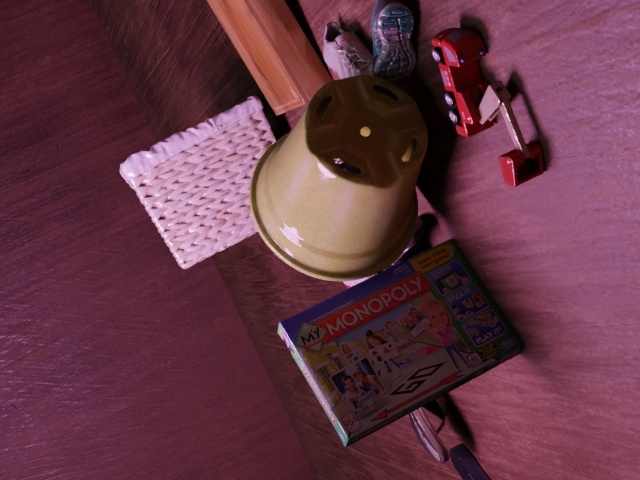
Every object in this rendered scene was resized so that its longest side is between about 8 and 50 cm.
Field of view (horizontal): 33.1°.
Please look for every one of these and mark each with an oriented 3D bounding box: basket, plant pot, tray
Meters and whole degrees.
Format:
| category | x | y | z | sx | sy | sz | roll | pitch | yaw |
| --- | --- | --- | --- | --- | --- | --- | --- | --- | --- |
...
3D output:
| category | x | y | z | sx | sy | sz | roll | pitch | yaw |
| --- | --- | --- | --- | --- | --- | --- | --- | --- | --- |
| basket | -0.236 | -0.119 | 2.364 | 0.266 | 0.331 | 0.328 | 64 | 173 | -4 |
| plant pot | 0.043 | -0.110 | 1.621 | 0.276 | 0.276 | 0.254 | 60 | 161 | 15 |
| tray | -0.137 | -0.429 | 1.960 | 0.410 | 0.076 | 0.203 | 58 | 166 | -9 |

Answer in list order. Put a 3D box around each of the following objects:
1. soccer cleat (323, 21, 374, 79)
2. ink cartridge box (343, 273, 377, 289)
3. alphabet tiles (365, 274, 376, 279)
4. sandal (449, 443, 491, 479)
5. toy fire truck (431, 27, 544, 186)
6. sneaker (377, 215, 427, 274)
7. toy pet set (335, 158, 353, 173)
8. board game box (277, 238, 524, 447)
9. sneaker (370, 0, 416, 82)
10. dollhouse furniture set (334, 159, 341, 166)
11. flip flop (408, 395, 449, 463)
| category | x | y | z | sx | sy | sz | roll | pitch | yaw |
| --- | --- | --- | --- | --- | --- | --- | --- | --- | --- |
| soccer cleat | 0.051 | -0.284 | 1.688 | 0.196 | 0.068 | 0.076 | 48 | 155 | 53 |
| ink cartridge box | 0.081 | 0.048 | 2.128 | 0.109 | 0.063 | 0.150 | 59 | 164 | 18 |
| alphabet tiles | 0.158 | 0.139 | 1.923 | 0.284 | 0.021 | 0.278 | 47 | 180 | 14 |
| sandal | 0.320 | 0.509 | 2.098 | 0.254 | 0.055 | 0.097 | 49 | 159 | 44 |
| toy fire truck | 0.211 | -0.172 | 1.364 | 0.135 | 0.047 | 0.192 | 32 | 145 | 62 |
| sneaker | 0.164 | 0.040 | 1.844 | 0.118 | 0.083 | 0.222 | 50 | 164 | 8 |
| toy pet set | 0.071 | -0.109 | 1.960 | 0.114 | 0.065 | 0.122 | -44 | 72 | 38 |
| board game box | 0.123 | 0.152 | 1.666 | 0.213 | 0.317 | 0.046 | 58 | 162 | 21 |
| sneaker | 0.100 | -0.294 | 1.542 | 0.166 | 0.065 | 0.076 | 94 | 164 | -56 |
| dollhouse furniture set | -0.020 | -0.156 | 2.099 | 0.091 | 0.081 | 0.114 | 66 | 165 | -7 |
| flip flop | 0.205 | 0.305 | 2.132 | 0.112 | 0.080 | 0.277 | 78 | 175 | -55 |
